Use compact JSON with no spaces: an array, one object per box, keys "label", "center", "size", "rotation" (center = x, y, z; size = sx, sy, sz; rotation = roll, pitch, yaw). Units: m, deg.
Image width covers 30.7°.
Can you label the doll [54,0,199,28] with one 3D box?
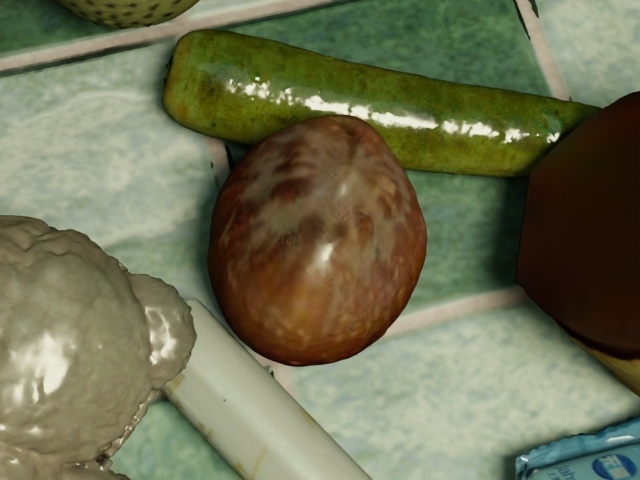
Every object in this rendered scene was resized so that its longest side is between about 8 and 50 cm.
[{"label":"doll","center":[-0.182,-0.225,0.757],"size":[0.261,0.177,0.161],"rotation":[5,66,-1]}]

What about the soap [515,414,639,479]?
[{"label":"soap","center":[0.215,0.202,0.625],"size":[0.156,0.293,0.077],"rotation":[-11,117,-8]}]

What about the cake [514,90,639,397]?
[{"label":"cake","center":[0.246,0.020,0.730],"size":[0.208,0.178,0.185],"rotation":[29,82,45]}]

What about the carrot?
[{"label":"carrot","center":[0.072,-0.080,0.790],"size":[0.359,0.074,0.074],"rotation":[9,70,-5]}]

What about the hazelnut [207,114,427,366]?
[{"label":"hazelnut","center":[0.000,0.000,0.712],"size":[0.143,0.143,0.154],"rotation":[20,53,2]}]

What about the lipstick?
[{"label":"lipstick","center":[-0.008,0.144,0.706],"size":[0.059,0.059,0.264],"rotation":[-41,79,-17]}]

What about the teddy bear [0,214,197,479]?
[{"label":"teddy bear","center":[-0.196,0.117,0.649],"size":[0.236,0.151,0.267],"rotation":[18,71,-1]}]
